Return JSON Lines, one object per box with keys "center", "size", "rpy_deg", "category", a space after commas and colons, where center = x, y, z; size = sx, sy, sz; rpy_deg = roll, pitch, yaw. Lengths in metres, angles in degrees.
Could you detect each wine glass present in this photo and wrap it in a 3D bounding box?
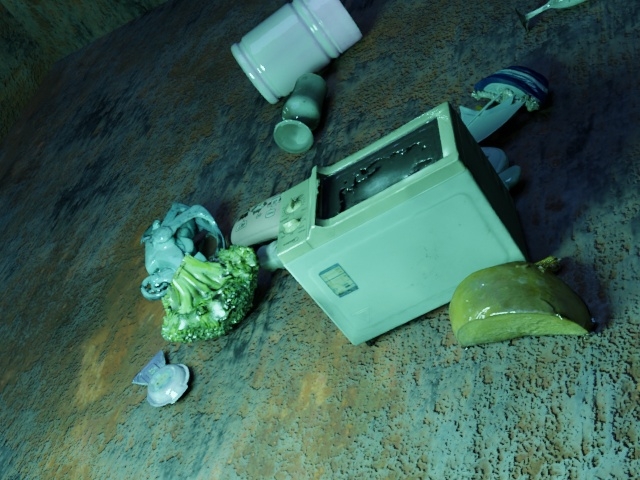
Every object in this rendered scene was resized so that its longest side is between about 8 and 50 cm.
{"center": [-0.044, -0.327, 2.406], "size": [0.103, 0.103, 0.231], "rpy_deg": [-19, 34, 30], "category": "wine glass"}
{"center": [0.532, -0.532, 2.099], "size": [0.198, 0.066, 0.066], "rpy_deg": [-25, 34, 20], "category": "wine glass"}

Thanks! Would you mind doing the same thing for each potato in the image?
{"center": [0.308, 0.086, 1.504], "size": [0.243, 0.098, 0.138], "rpy_deg": [-11, 50, 37], "category": "potato"}

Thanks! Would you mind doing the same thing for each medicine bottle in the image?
{"center": [-0.064, -0.540, 2.598], "size": [0.316, 0.202, 0.202], "rpy_deg": [-35, 32, 7], "category": "medicine bottle"}

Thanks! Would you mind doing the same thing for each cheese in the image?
{"center": [-0.329, 0.292, 1.983], "size": [0.105, 0.042, 0.191], "rpy_deg": [-48, 30, -15], "category": "cheese"}

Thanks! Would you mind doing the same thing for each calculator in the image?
{"center": [0.270, -0.109, 1.861], "size": [0.295, 0.042, 0.184], "rpy_deg": [6, 53, 53], "category": "calculator"}

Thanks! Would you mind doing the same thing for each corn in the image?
{"center": [0.362, 0.050, 1.575], "size": [0.083, 0.027, 0.028], "rpy_deg": [-28, 38, 22], "category": "corn"}

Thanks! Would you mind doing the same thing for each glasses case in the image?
{"center": [-0.070, -0.056, 2.115], "size": [0.314, 0.075, 0.122], "rpy_deg": [-18, 41, 32], "category": "glasses case"}

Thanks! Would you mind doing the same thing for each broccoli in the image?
{"center": [-0.229, 0.109, 1.979], "size": [0.198, 0.176, 0.226], "rpy_deg": [-117, 44, -60], "category": "broccoli"}

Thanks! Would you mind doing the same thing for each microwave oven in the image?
{"center": [0.139, -0.030, 1.663], "size": [0.355, 0.286, 0.218], "rpy_deg": [-29, 32, 20], "category": "microwave oven"}

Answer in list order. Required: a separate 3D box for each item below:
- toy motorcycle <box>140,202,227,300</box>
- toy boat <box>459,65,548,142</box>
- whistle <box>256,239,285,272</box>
{"center": [-0.320, 0.029, 2.223], "size": [0.206, 0.154, 0.260], "rpy_deg": [-12, 43, 1], "category": "toy motorcycle"}
{"center": [0.323, -0.248, 1.923], "size": [0.291, 0.067, 0.220], "rpy_deg": [-39, 29, -14], "category": "toy boat"}
{"center": [0.000, 0.001, 1.941], "size": [0.346, 0.133, 0.142], "rpy_deg": [-21, 38, 44], "category": "whistle"}
